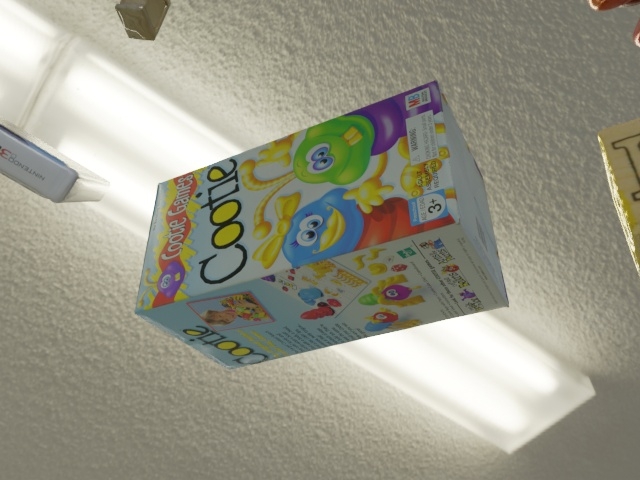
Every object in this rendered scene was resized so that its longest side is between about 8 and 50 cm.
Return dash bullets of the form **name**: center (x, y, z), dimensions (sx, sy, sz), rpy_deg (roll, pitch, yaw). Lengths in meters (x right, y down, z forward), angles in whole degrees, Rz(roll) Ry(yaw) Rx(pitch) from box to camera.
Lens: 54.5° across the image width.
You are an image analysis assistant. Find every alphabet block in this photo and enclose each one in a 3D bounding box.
- **alphabet block**: center (0.544, -0.071, 0.914), dimensions (0.197, 0.193, 0.192), rpy_deg (-16, -37, 22)

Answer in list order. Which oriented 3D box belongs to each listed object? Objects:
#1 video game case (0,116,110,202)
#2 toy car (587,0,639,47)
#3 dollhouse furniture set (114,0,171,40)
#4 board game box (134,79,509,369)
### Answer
- **video game case**: center (-0.226, -0.079, 0.388), dimensions (0.183, 0.201, 0.023), rpy_deg (32, -95, -13)
- **toy car**: center (0.317, -0.228, 0.523), dimensions (0.182, 0.159, 0.136), rpy_deg (3, -94, 9)
- **dollhouse furniture set**: center (-0.203, -0.324, 0.605), dimensions (0.101, 0.181, 0.161), rpy_deg (9, -27, 10)
- **board game box**: center (0.000, 0.000, 0.544), dimensions (0.275, 0.142, 0.144), rpy_deg (-16, -37, 22)
